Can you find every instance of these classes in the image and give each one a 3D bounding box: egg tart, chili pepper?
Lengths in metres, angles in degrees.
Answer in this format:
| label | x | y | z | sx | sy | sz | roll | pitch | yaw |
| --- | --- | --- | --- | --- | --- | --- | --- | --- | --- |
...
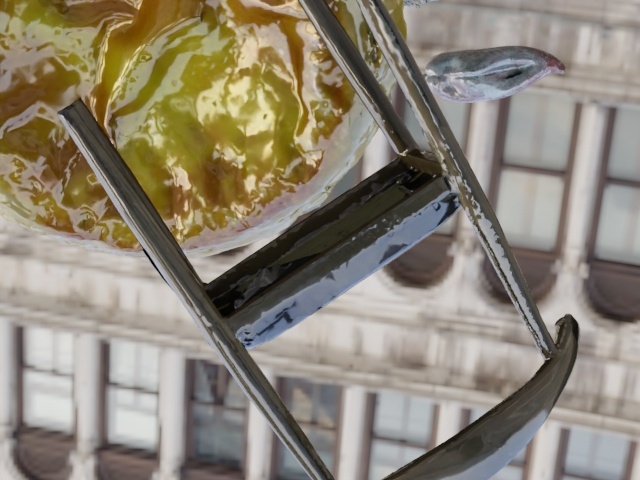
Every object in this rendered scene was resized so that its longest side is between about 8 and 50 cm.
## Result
| label | x | y | z | sx | sy | sz | roll | pitch | yaw |
| --- | --- | --- | --- | --- | --- | --- | --- | --- | --- |
| egg tart | -0.107 | -0.137 | 0.883 | 0.341 | 0.341 | 0.132 | 2 | -142 | -6 |
| chili pepper | 0.157 | -0.161 | 1.329 | 0.153 | 0.050 | 0.041 | -2 | -139 | 21 |

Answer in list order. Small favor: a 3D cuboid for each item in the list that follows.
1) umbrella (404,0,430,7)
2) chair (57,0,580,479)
| label | x | y | z | sx | sy | sz | roll | pitch | yaw |
| --- | --- | --- | --- | --- | --- | --- | --- | --- | --- |
| umbrella | 0.080 | -0.230 | 1.228 | 0.050 | 0.046 | 0.188 | 13 | -172 | -13 |
| chair | 0.000 | 0.000 | 0.748 | 0.188 | 0.272 | 0.166 | -33 | -170 | -4 |
